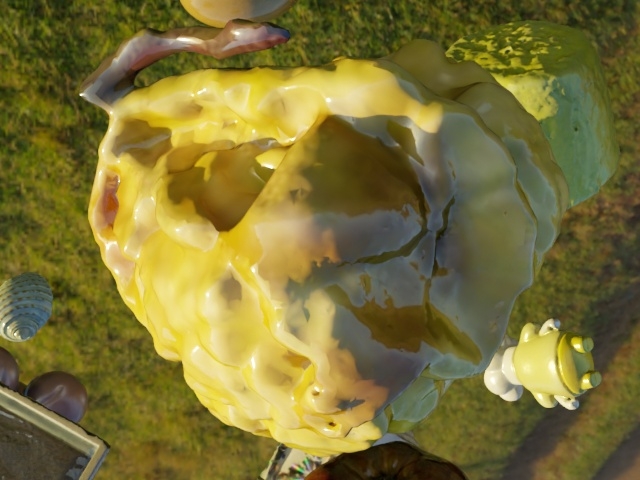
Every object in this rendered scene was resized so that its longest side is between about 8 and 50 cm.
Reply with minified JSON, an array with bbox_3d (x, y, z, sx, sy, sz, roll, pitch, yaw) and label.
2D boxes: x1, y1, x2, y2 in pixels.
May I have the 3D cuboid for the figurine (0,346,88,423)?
[{"bbox_3d":[-0.659,0.425,1.712,0.276,0.388,0.248,30,148,-30],"label":"figurine"}]

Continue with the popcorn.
[{"bbox_3d":[-0.009,-0.023,0.668,0.381,0.349,0.349,39,125,-13],"label":"popcorn"}]

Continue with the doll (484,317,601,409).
[{"bbox_3d":[0.255,0.146,1.027,0.062,0.106,0.162,-10,178,-36],"label":"doll"}]

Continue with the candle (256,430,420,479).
[{"bbox_3d":[0.041,0.278,1.145,0.330,0.187,0.187,-59,141,-9],"label":"candle"}]

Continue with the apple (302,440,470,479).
[{"bbox_3d":[0.064,0.297,0.783,0.229,0.230,0.230,-10,145,-7],"label":"apple"}]

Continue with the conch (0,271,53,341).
[{"bbox_3d":[-0.638,0.137,1.840,0.135,0.153,0.102,-22,166,3],"label":"conch"}]

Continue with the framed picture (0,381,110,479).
[{"bbox_3d":[-0.420,0.284,1.097,0.265,0.192,0.018,23,161,17],"label":"framed picture"}]

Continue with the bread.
[{"bbox_3d":[0.384,-0.239,1.649,0.348,0.348,0.308,-15,119,1],"label":"bread"}]

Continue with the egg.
[{"bbox_3d":[-0.169,-0.598,1.908,0.322,0.250,0.250,-30,150,-20],"label":"egg"}]
